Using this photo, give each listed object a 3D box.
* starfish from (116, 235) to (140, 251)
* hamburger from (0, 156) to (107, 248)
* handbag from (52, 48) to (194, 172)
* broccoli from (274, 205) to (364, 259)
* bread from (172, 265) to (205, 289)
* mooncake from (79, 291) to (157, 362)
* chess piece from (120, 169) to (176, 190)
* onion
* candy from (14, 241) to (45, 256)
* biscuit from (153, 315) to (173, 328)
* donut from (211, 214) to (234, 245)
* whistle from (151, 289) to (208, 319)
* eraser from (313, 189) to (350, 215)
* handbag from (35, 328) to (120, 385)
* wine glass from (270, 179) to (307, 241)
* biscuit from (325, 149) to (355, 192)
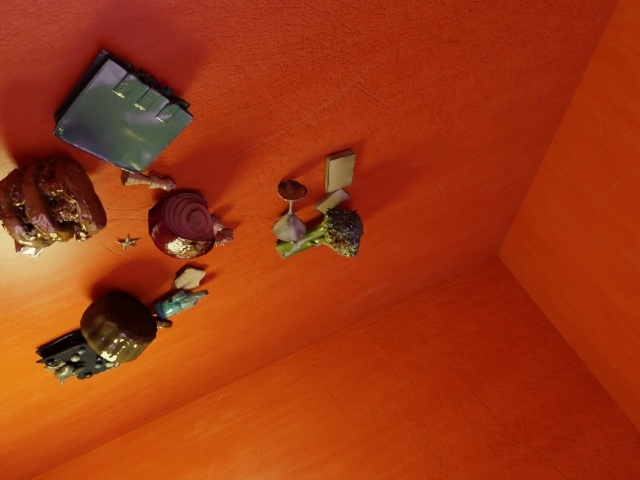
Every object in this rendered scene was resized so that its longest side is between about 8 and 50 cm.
[{"bbox_3d":[-0.724,0.013,1.576,0.086,0.016,0.092,5,138,-40],"label":"starfish"},{"bbox_3d":[-0.743,-0.110,1.172,0.211,0.245,0.260,-20,178,-5],"label":"hamburger"},{"bbox_3d":[-0.530,-0.337,1.143,0.274,0.100,0.268,-42,143,19],"label":"handbag"},{"bbox_3d":[0.009,-0.022,1.917,0.397,0.275,0.353,-1,143,-17],"label":"broccoli"},{"bbox_3d":[-0.584,0.162,1.878,0.129,0.044,0.126,20,117,-48],"label":"bread"},{"bbox_3d":[-0.815,0.342,1.731,0.161,0.290,0.290,-42,147,8],"label":"mooncake"},{"bbox_3d":[-0.551,-0.194,1.372,0.172,0.060,0.060,6,135,-47],"label":"chess piece"},{"bbox_3d":[-0.501,-0.034,1.499,0.206,0.216,0.207,-2,148,-31],"label":"onion"},{"bbox_3d":[-0.882,-0.027,1.318,0.160,0.092,0.073,-39,149,20],"label":"candy"},{"bbox_3d":[-0.767,0.380,1.940,0.170,0.170,0.050,24,78,-53],"label":"biscuit"},{"bbox_3d":[-0.423,-0.027,1.704,0.117,0.065,0.166,-31,147,3],"label":"donut"},{"bbox_3d":[-0.648,0.287,1.943,0.274,0.093,0.186,-22,169,0],"label":"whistle"},{"bbox_3d":[0.052,-0.178,1.897,0.150,0.023,0.104,-38,148,15],"label":"eraser"},{"bbox_3d":[-1.123,0.553,1.960,0.269,0.118,0.326,-25,147,-3],"label":"handbag"},{"bbox_3d":[-0.122,-0.123,1.733,0.156,0.156,0.232,-16,142,-20],"label":"wine glass"},{"bbox_3d":[0.078,-0.284,1.747,0.121,0.041,0.199,-21,150,-16],"label":"biscuit"}]
